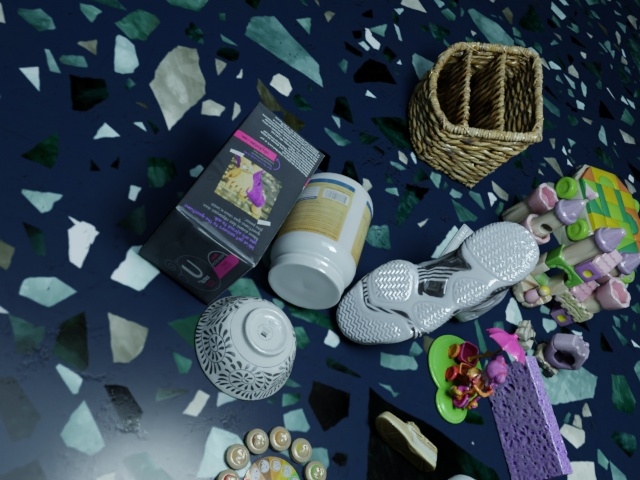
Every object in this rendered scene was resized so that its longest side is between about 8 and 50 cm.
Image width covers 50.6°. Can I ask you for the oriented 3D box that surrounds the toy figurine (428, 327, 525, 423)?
[{"bbox_3d":[0.286,0.224,1.196,0.130,0.159,0.173,31,52,-16],"label":"toy figurine"}]

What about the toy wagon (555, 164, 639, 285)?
[{"bbox_3d":[0.728,-0.024,1.700,0.267,0.068,0.345,12,59,-29],"label":"toy wagon"}]

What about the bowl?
[{"bbox_3d":[-0.097,0.150,1.028,0.170,0.080,0.170,16,57,-27],"label":"bowl"}]

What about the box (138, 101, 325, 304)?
[{"bbox_3d":[-0.133,-0.060,1.064,0.143,0.165,0.270,39,50,-11],"label":"box"}]

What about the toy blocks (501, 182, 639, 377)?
[{"bbox_3d":[0.518,0.054,1.376,0.288,0.260,0.309,45,48,-9],"label":"toy blocks"}]

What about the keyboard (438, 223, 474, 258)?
[{"bbox_3d":[0.269,0.057,1.375,0.072,0.014,0.256,47,48,-3],"label":"keyboard"}]

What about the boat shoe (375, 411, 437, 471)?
[{"bbox_3d":[0.143,0.325,1.118,0.135,0.050,0.045,48,44,-15],"label":"boat shoe"}]

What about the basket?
[{"bbox_3d":[0.338,-0.313,1.493,0.213,0.223,0.299,28,53,-19],"label":"basket"}]

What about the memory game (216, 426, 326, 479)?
[{"bbox_3d":[-0.065,0.360,0.975,0.186,0.012,0.186,16,57,-27],"label":"memory game"}]

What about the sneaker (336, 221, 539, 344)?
[{"bbox_3d":[0.207,0.101,1.222,0.365,0.210,0.137,-24,71,-3],"label":"sneaker"}]

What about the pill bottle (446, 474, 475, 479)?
[{"bbox_3d":[0.163,0.441,1.015,0.208,0.119,0.119,-15,74,-39],"label":"pill bottle"}]

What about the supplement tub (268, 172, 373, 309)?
[{"bbox_3d":[0.000,0.000,1.135,0.144,0.144,0.200,32,51,-15],"label":"supplement tub"}]

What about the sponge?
[{"bbox_3d":[0.369,0.327,1.223,0.031,0.117,0.210,5,62,-34],"label":"sponge"}]
